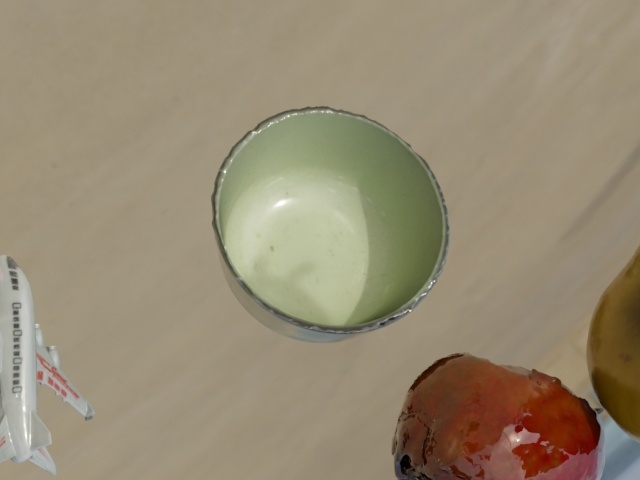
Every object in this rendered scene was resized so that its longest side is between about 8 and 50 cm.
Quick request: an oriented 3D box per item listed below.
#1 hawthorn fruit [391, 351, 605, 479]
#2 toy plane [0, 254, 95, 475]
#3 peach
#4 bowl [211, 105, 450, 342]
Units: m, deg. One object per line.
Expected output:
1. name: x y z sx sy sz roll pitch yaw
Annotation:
1. hawthorn fruit: 0.132 0.145 0.983 0.172 0.148 0.148 -13 154 -20
2. toy plane: -0.239 0.094 1.082 0.065 0.171 0.162 -28 156 22
3. peach: 0.257 0.065 0.943 0.103 0.179 0.179 13 132 -29
4. bowl: 0.000 0.000 1.234 0.211 0.211 0.112 -35 168 -24
